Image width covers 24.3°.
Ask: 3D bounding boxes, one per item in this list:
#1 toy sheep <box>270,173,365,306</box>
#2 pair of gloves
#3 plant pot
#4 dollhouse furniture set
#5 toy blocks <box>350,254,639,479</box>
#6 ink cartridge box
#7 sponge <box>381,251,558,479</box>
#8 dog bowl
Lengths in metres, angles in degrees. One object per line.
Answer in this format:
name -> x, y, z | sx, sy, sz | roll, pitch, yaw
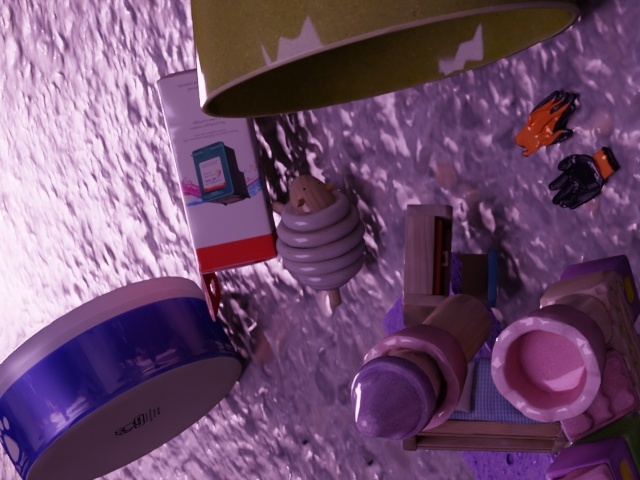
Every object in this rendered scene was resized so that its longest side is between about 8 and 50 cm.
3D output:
toy sheep -> 0.000, 0.000, 1.359 | 0.091, 0.091, 0.132 | 19, 134, 51
pair of gloves -> 0.185, -0.068, 1.120 | 0.083, 0.010, 0.074 | 60, 144, 14
plant pot -> 0.016, -0.265, 1.058 | 0.275, 0.275, 0.293 | -17, 85, 57
dollhouse furniture set -> 0.128, 0.063, 1.147 | 0.129, 0.129, 0.184 | 77, -165, -73
toy blocks -> 0.191, 0.157, 0.887 | 0.309, 0.260, 0.288 | -18, 98, 28
ink cartridge box -> -0.091, -0.051, 1.422 | 0.134, 0.078, 0.231 | -97, -5, -81
sponge -> 0.134, 0.123, 1.263 | 0.210, 0.031, 0.117 | 59, 145, 21
dog bowl -> -0.220, 0.155, 1.586 | 0.104, 0.265, 0.265 | 57, 144, 19
